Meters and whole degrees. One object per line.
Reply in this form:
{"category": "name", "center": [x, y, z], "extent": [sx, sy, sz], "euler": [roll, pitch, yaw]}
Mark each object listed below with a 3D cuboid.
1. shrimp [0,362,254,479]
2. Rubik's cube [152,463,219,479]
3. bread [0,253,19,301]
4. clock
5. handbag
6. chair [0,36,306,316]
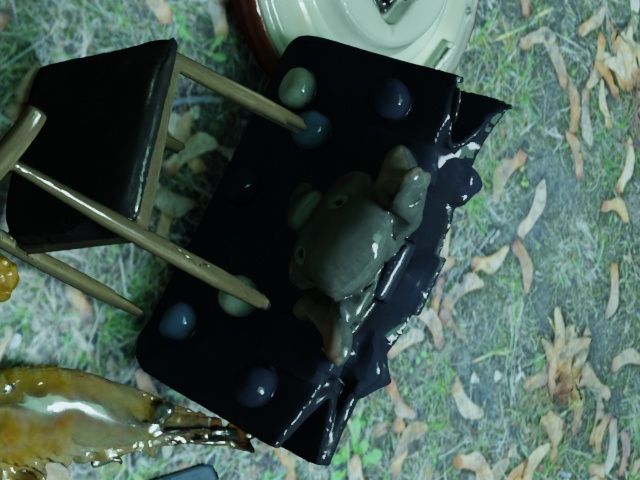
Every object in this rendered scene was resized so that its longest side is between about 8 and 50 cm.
{"category": "shrimp", "center": [-0.180, 0.166, 1.329], "extent": [0.262, 0.066, 0.117], "euler": [17, 101, -32]}
{"category": "Rubik's cube", "center": [-0.154, 0.259, 1.319], "extent": [0.178, 0.190, 0.211], "euler": [24, 73, -27]}
{"category": "bread", "center": [-0.293, 0.027, 1.202], "extent": [0.157, 0.052, 0.044], "euler": [2, 90, -46]}
{"category": "clock", "center": [0.044, -0.262, 1.492], "extent": [0.318, 0.080, 0.318], "euler": [-8, 101, -45]}
{"category": "handbag", "center": [0.000, 0.000, 1.311], "extent": [0.118, 0.269, 0.326], "euler": [28, 85, -37]}
{"category": "chair", "center": [-0.169, -0.061, 1.218], "extent": [0.272, 0.188, 0.166], "euler": [24, 70, -42]}
